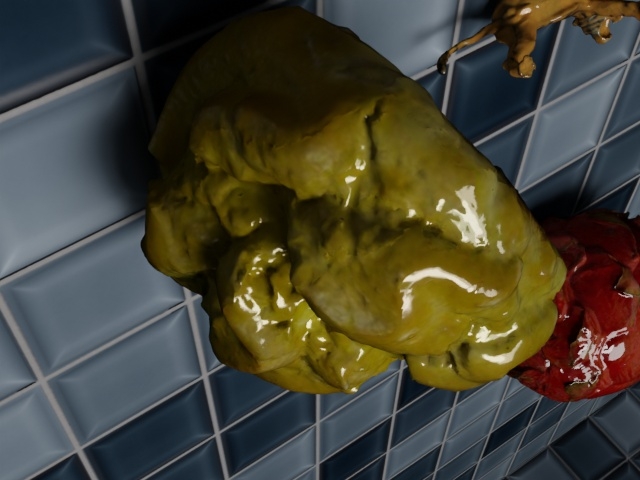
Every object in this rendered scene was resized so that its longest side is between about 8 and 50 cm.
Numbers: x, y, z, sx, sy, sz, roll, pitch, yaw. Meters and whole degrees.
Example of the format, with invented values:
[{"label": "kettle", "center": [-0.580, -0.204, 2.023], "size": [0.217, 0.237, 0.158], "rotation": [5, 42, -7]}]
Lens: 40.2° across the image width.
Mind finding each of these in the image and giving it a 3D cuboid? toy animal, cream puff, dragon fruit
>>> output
[{"label": "toy animal", "center": [0.208, -0.225, 0.864], "size": [0.255, 0.114, 0.116], "rotation": [-23, -171, -21]}, {"label": "cream puff", "center": [0.001, 0.001, 0.663], "size": [0.257, 0.324, 0.291], "rotation": [-44, 176, 9]}, {"label": "dragon fruit", "center": [0.386, 0.095, 1.310], "size": [0.343, 0.277, 0.277], "rotation": [-16, 143, -28]}]
